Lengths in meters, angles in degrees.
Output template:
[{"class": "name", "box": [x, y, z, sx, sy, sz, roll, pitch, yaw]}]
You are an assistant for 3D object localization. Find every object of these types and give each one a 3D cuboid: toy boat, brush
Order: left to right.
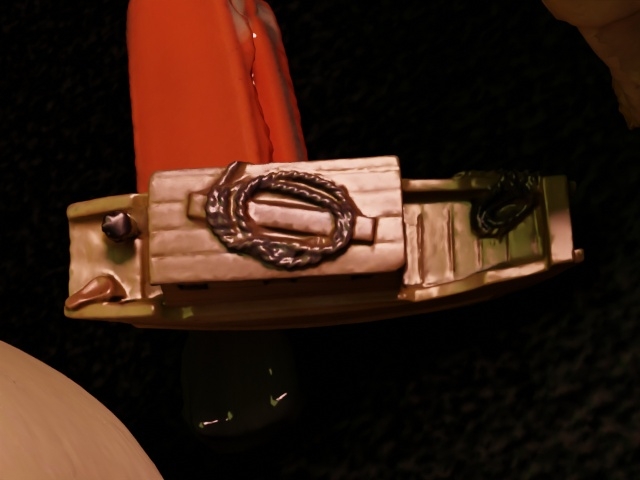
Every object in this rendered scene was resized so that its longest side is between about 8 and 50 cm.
[{"class": "brush", "box": [-0.046, -0.056, 0.738, 0.070, 0.051, 0.323, -25, 58, 29]}, {"class": "toy boat", "box": [0.000, 0.000, 0.621, 0.200, 0.077, 0.057, -3, 72, 0]}]

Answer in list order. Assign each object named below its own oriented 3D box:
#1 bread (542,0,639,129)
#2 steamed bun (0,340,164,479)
[{"class": "bread", "box": [0.158, -0.225, 0.584, 0.279, 0.207, 0.279, -27, 55, 19]}, {"class": "steamed bun", "box": [-0.222, 0.238, 0.489, 0.290, 0.371, 0.456, 38, 92, 17]}]
